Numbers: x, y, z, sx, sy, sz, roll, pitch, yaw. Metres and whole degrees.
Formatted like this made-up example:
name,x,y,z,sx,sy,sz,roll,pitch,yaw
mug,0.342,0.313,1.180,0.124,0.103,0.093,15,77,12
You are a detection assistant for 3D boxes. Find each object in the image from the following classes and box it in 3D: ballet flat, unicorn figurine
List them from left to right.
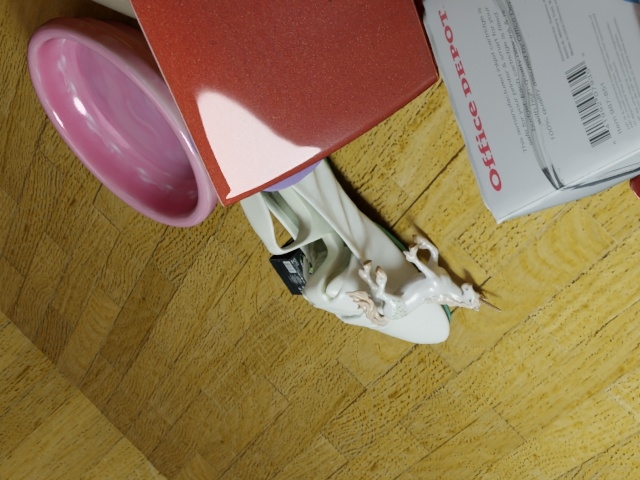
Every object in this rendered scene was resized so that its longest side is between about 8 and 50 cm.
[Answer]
name,x,y,z,sx,sy,sz,roll,pitch,yaw
ballet flat,0.000,0.000,2.227,0.400,0.139,0.139,53,154,-14
unicorn figurine,0.121,0.054,2.177,0.162,0.060,0.111,-23,113,21

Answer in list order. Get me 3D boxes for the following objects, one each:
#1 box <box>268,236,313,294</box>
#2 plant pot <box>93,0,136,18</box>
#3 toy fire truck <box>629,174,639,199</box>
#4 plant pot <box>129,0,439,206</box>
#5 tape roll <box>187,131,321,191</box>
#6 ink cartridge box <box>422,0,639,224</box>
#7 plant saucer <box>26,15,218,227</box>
name,x,y,z,sx,sy,sz,roll,pitch,yaw
box,-0.011,0.022,2.332,0.052,0.083,0.062,0,128,55
plant pot,-0.230,-0.360,1.970,0.229,0.263,0.263,36,160,-23
toy fire truck,0.364,-0.055,1.607,0.246,0.158,0.217,45,157,-21
plant pot,-0.026,-0.236,1.743,0.267,0.235,0.267,-94,-14,-51
tape roll,-0.055,-0.155,2.019,0.080,0.189,0.189,29,150,34
ink cartridge box,0.232,-0.166,1.547,0.307,0.129,0.223,-30,76,64
plant saucer,-0.246,-0.168,2.417,0.332,0.084,0.332,35,153,21
